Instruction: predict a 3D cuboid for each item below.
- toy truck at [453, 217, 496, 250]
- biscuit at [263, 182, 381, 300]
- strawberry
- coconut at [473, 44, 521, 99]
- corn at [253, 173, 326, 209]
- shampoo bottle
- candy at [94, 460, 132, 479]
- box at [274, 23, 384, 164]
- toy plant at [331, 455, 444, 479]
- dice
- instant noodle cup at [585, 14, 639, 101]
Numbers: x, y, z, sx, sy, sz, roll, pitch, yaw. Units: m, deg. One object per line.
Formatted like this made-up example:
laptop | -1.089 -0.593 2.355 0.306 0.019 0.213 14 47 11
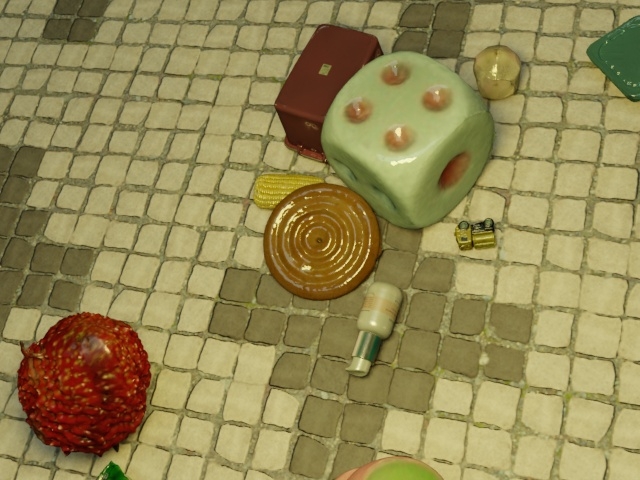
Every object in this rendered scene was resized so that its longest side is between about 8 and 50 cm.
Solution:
toy truck | 0.316 -0.009 1.770 0.083 0.049 0.054 -7 64 11
biscuit | 0.000 0.000 1.829 0.262 0.037 0.262 -3 77 14
strawberry | -0.476 0.260 1.692 0.292 0.343 0.292 1 54 -1
coconut | 0.386 -0.372 1.887 0.110 0.124 0.110 -6 61 11
corn | -0.067 -0.109 1.920 0.165 0.063 0.085 -1 50 14
shampoo bottle | 0.105 0.177 1.720 0.074 0.074 0.192 12 67 21
candy | -0.366 0.532 1.676 0.203 0.078 0.141 28 85 14
box | 0.029 -0.336 1.948 0.193 0.167 0.294 19 70 25
toy plant | 0.083 0.509 1.413 0.210 0.356 0.317 5 58 -25
dice | 0.178 -0.204 1.782 0.262 0.265 0.268 38 80 28
instant noodle cup | 0.676 -0.379 1.842 0.157 0.070 0.179 -32 61 0
